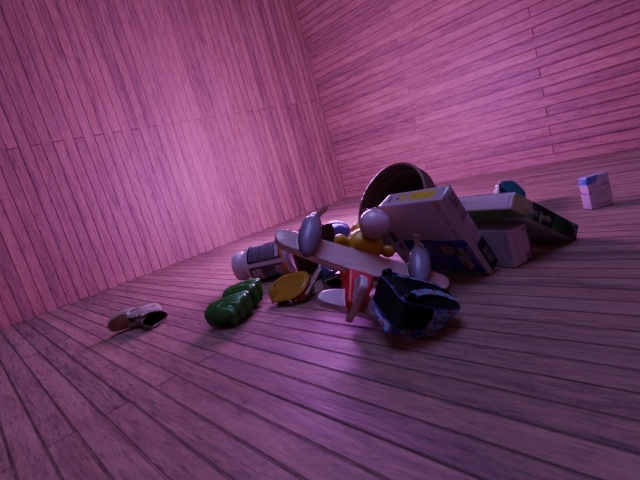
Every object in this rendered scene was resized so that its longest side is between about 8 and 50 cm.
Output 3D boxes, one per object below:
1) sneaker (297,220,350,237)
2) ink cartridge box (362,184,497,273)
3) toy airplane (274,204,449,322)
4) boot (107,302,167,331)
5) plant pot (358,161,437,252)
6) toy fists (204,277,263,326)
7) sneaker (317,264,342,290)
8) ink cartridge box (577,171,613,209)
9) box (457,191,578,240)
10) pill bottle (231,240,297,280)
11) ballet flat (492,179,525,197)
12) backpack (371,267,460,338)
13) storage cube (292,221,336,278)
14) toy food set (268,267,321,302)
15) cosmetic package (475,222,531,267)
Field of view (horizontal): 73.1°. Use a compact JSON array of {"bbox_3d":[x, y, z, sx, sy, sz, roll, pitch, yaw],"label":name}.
[{"bbox_3d":[0.000,0.000,2.228,0.330,0.129,0.147,-17,24,11],"label":"sneaker"},{"bbox_3d":[0.325,-0.021,1.301,0.307,0.303,0.072,1,49,55],"label":"ink cartridge box"},{"bbox_3d":[0.117,0.045,1.208,0.386,0.272,0.384,-3,30,-42],"label":"toy airplane"},{"bbox_3d":[-0.721,0.313,1.701,0.213,0.077,0.165,-18,12,-29],"label":"boot"},{"bbox_3d":[0.345,-0.089,1.582,0.281,0.322,0.323,18,-12,-35],"label":"plant pot"},{"bbox_3d":[-0.286,0.215,1.523,0.142,0.096,0.279,-23,9,17],"label":"toy fists"},{"bbox_3d":[0.111,0.119,1.477,0.226,0.086,0.163,-8,19,-3],"label":"sneaker"},{"bbox_3d":[1.018,-0.183,1.597,0.089,0.122,0.052,-16,6,-5],"label":"ink cartridge box"},{"bbox_3d":[0.596,-0.069,1.340,0.322,0.058,0.232,16,-7,-30],"label":"box"},{"bbox_3d":[-0.242,0.090,1.919,0.279,0.162,0.162,-12,11,18],"label":"pill bottle"},{"bbox_3d":[0.771,-0.161,1.857,0.147,0.146,0.409,-8,12,36],"label":"ballet flat"},{"bbox_3d":[0.225,0.152,1.004,0.173,0.116,0.158,11,18,-20],"label":"backpack"},{"bbox_3d":[-0.018,0.035,1.757,0.184,0.214,0.193,-16,4,1],"label":"storage cube"},{"bbox_3d":[-0.082,0.177,1.509,0.218,0.071,0.128,-13,39,36],"label":"toy food set"},{"bbox_3d":[0.517,0.011,1.334,0.086,0.117,0.231,-22,10,-26],"label":"cosmetic package"}]
